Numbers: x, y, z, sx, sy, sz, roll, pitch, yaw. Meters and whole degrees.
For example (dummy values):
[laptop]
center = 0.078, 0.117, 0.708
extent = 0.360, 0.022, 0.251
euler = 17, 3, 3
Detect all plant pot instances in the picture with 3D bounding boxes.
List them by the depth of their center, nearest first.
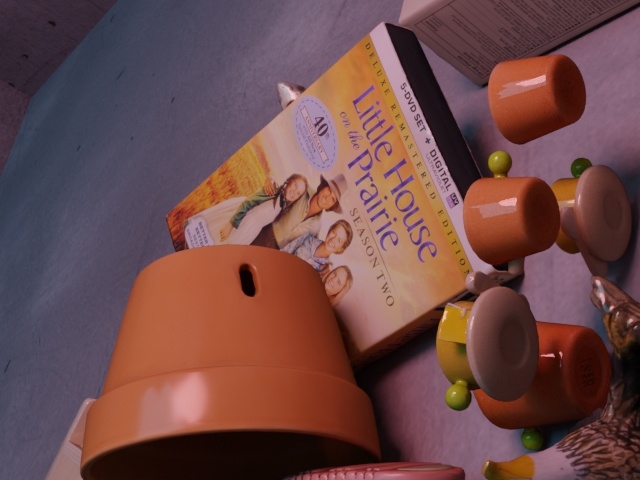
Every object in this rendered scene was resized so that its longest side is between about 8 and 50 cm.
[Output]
[plant pot]
center = -0.091, 0.137, 1.000
extent = 0.291, 0.290, 0.204
euler = -32, 52, 41

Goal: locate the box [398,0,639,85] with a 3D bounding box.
[box]
center = 0.245, -0.305, 1.072
extent = 0.311, 0.148, 0.121
euler = -22, 45, 48

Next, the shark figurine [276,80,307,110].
[shark figurine]
center = 0.001, -0.065, 1.324
extent = 0.116, 0.166, 0.278
euler = -46, -28, -64

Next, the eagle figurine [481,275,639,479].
[eagle figurine]
center = 0.189, 0.184, 0.659
extent = 0.226, 0.225, 0.298
euler = -52, -22, -73

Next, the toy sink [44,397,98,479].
[toy sink]
center = -0.274, 0.347, 1.286
extent = 0.131, 0.152, 0.234
euler = 4, 66, 59

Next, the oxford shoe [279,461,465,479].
[oxford shoe]
center = -0.003, 0.303, 0.942
extent = 0.397, 0.140, 0.147
euler = -34, 58, 46

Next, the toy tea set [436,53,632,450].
[toy tea set]
center = 0.165, 0.007, 0.846
extent = 0.124, 0.200, 0.336
euler = -10, 55, 45

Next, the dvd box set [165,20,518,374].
[dvd box set]
center = 0.000, 0.000, 1.127
extent = 0.420, 0.062, 0.308
euler = -36, 65, 36
